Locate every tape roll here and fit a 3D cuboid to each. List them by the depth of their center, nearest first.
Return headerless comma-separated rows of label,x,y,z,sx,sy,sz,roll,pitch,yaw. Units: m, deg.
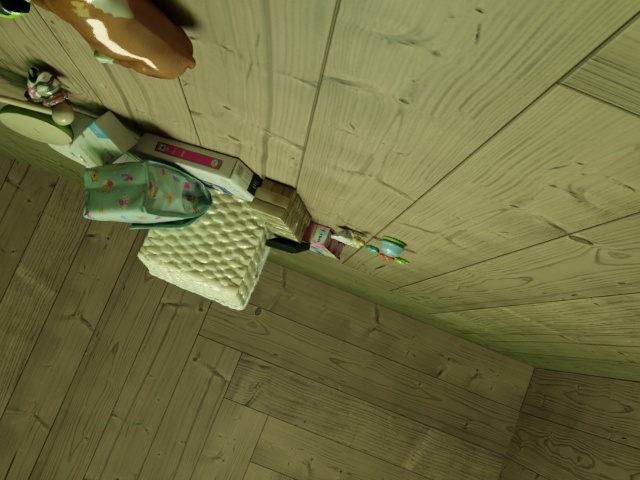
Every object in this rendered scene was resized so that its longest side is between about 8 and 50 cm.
tape roll,-0.622,-0.260,1.964,0.286,0.100,0.286,22,171,4

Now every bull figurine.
bull figurine,-0.291,-0.306,0.886,0.189,0.101,0.310,21,170,30

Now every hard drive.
hard drive,-0.094,0.013,2.024,0.094,0.022,0.135,17,-171,16

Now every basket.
basket,-0.320,-0.004,2.050,0.332,0.328,0.266,22,169,1

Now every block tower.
block tower,-0.100,-0.072,1.866,0.097,0.090,0.335,21,172,9

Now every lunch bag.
lunch bag,-0.434,-0.110,1.760,0.224,0.160,0.262,-1,175,28

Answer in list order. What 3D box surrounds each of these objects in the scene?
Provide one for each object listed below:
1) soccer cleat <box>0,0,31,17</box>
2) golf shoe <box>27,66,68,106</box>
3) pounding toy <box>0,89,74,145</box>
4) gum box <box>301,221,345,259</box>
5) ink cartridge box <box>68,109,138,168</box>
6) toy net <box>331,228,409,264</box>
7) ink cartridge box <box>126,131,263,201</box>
soccer cleat,-0.528,-0.399,1.054,0.072,0.060,0.179,6,171,28
golf shoe,-0.626,-0.357,1.552,0.186,0.068,0.085,22,139,52
pounding toy,-0.697,-0.332,1.723,0.183,0.110,0.237,18,165,-19
gum box,0.000,0.000,2.150,0.107,0.062,0.188,18,171,22
ink cartridge box,-0.551,-0.243,1.735,0.180,0.060,0.104,-20,116,48
toy net,0.140,0.008,1.938,0.232,0.045,0.122,18,172,33
ink cartridge box,-0.338,-0.195,1.778,0.371,0.069,0.176,16,169,22
